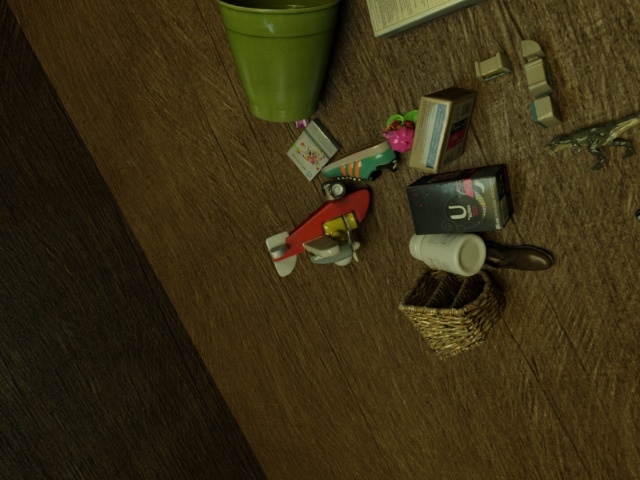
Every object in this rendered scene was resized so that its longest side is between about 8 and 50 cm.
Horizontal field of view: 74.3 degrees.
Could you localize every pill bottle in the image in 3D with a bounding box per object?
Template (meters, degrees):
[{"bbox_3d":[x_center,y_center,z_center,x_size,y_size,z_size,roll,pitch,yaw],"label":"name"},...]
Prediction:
[{"bbox_3d":[0.395,0.030,1.343,0.229,0.131,0.131,15,125,62],"label":"pill bottle"}]

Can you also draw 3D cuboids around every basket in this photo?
[{"bbox_3d":[0.426,0.183,1.327,0.223,0.299,0.213,52,131,2],"label":"basket"}]

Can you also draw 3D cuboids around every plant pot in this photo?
[{"bbox_3d":[-0.122,-0.584,1.339,0.367,0.366,0.353,24,137,24],"label":"plant pot"}]

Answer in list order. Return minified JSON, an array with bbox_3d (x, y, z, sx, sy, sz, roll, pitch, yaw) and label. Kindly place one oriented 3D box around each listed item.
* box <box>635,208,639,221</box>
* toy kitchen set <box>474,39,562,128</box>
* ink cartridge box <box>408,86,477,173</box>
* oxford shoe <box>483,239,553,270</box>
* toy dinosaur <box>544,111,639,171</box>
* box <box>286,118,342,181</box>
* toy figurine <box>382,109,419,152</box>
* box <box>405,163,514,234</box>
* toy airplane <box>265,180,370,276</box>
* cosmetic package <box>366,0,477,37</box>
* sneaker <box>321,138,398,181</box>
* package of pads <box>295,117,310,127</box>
[{"bbox_3d":[0.918,-0.069,1.016,0.184,0.045,0.190,38,129,11],"label":"box"},{"bbox_3d":[0.519,-0.391,1.118,0.166,0.122,0.207,-12,85,39],"label":"toy kitchen set"},{"bbox_3d":[0.344,-0.313,1.179,0.088,0.235,0.193,20,124,28],"label":"ink cartridge box"},{"bbox_3d":[0.583,0.062,1.291,0.227,0.096,0.082,7,114,32],"label":"oxford shoe"},{"bbox_3d":[0.716,-0.248,1.062,0.268,0.064,0.118,-20,93,37],"label":"toy dinosaur"},{"bbox_3d":[-0.026,-0.334,1.568,0.145,0.038,0.186,51,132,4],"label":"box"},{"bbox_3d":[0.249,-0.328,1.291,0.173,0.159,0.130,24,125,25],"label":"toy figurine"},{"bbox_3d":[0.421,-0.120,1.283,0.270,0.143,0.165,-4,109,38],"label":"box"},{"bbox_3d":[0.000,0.000,1.498,0.384,0.386,0.272,-29,110,39],"label":"toy airplane"},{"bbox_3d":[0.281,-0.664,1.118,0.296,0.129,0.153,-3,109,37],"label":"cosmetic package"},{"bbox_3d":[0.130,-0.247,1.453,0.302,0.108,0.121,-11,112,45],"label":"sneaker"},{"bbox_3d":[-0.071,-0.456,1.542,0.050,0.032,0.083,3,114,38],"label":"package of pads"}]
